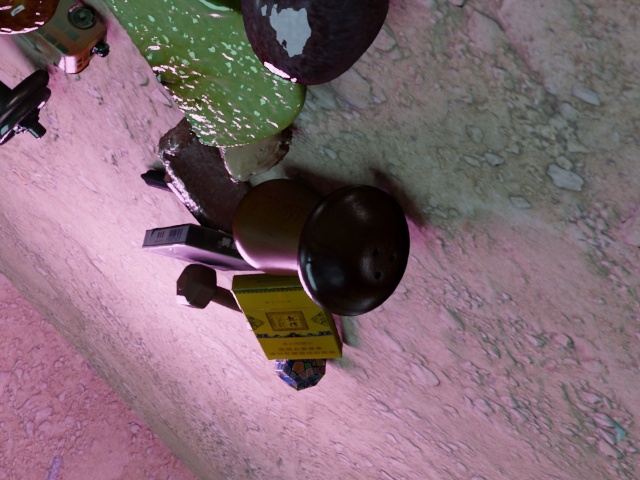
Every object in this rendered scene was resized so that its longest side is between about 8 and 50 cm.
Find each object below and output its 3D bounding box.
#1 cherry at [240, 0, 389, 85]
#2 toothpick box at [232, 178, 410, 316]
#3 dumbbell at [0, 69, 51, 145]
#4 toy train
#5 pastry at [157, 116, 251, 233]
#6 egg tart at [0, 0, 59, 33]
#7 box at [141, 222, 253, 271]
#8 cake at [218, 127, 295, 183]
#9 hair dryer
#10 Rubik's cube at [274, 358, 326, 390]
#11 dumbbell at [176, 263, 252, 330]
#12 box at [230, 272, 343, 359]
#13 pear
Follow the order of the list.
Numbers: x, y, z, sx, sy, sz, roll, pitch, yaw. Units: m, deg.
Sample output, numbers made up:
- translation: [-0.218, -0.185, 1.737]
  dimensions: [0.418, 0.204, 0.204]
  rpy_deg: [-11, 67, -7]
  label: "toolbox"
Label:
- translation: [-0.015, -0.261, 1.193]
  dimensions: [0.176, 0.176, 0.140]
  rpy_deg: [32, -164, 17]
  label: "cherry"
- translation: [0.000, 0.000, 1.606]
  dimensions: [0.294, 0.192, 0.192]
  rpy_deg: [17, 148, 53]
  label: "toothpick box"
- translation: [-0.624, -0.295, 1.998]
  dimensions: [0.290, 0.192, 0.192]
  rpy_deg: [44, 156, -10]
  label: "dumbbell"
- translation: [-0.425, -0.350, 1.721]
  dimensions: [0.188, 0.099, 0.072]
  rpy_deg: [40, 156, 3]
  label: "toy train"
- translation: [-0.200, -0.115, 1.790]
  dimensions: [0.112, 0.103, 0.265]
  rpy_deg: [31, 158, 37]
  label: "pastry"
- translation: [-0.443, -0.388, 1.524]
  dimensions: [0.202, 0.147, 0.202]
  rpy_deg: [-7, 153, -3]
  label: "egg tart"
- translation: [-0.201, 0.016, 1.948]
  dimensions: [0.180, 0.047, 0.325]
  rpy_deg: [16, 173, -21]
  label: "box"
- translation: [-0.119, -0.192, 1.619]
  dimensions: [0.220, 0.117, 0.086]
  rpy_deg: [-116, 4, -47]
  label: "cake"
- translation: [-0.263, -0.095, 1.992]
  dimensions: [0.128, 0.070, 0.255]
  rpy_deg: [53, 161, -28]
  label: "hair dryer"
- translation: [-0.040, 0.254, 2.215]
  dimensions: [0.093, 0.111, 0.111]
  rpy_deg: [23, 164, -25]
  label: "Rubik's cube"
- translation: [-0.172, 0.116, 2.084]
  dimensions: [0.231, 0.092, 0.082]
  rpy_deg: [26, -167, -35]
  label: "dumbbell"
- translation: [-0.057, 0.145, 2.010]
  dimensions: [0.153, 0.041, 0.279]
  rpy_deg: [-3, 147, 11]
  label: "box"
- translation: [-0.110, -0.259, 1.367]
  dimensions: [0.239, 0.139, 0.288]
  rpy_deg: [10, 145, 42]
  label: "pear"
